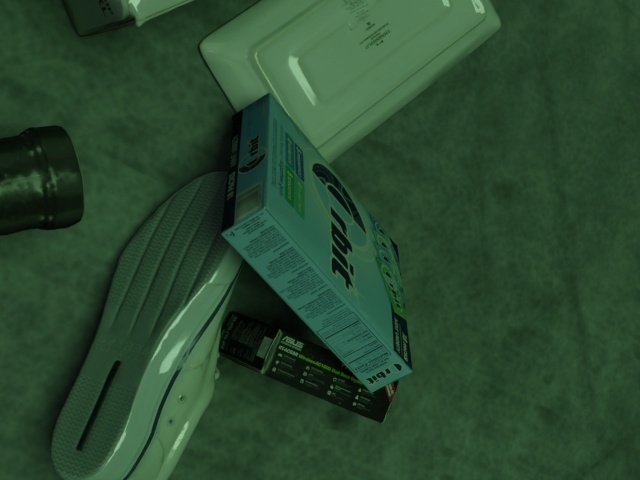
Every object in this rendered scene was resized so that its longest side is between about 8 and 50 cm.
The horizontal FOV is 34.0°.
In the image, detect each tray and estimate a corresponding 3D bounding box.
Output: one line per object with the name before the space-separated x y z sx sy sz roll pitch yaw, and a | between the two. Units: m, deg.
tray | 0.040 -0.173 0.876 0.270 0.030 0.145 -39 110 -21

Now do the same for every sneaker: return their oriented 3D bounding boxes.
sneaker | -0.113 0.072 0.788 0.258 0.094 0.091 -63 147 -15

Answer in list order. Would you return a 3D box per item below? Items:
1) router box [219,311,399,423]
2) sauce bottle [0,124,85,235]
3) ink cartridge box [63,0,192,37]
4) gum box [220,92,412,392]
router box | -0.011 0.100 0.832 0.122 0.092 0.038 27 81 -28
sauce bottle | -0.319 -0.010 0.640 0.344 0.111 0.111 -12 100 -26
ink cartridge box | -0.068 -0.306 0.748 0.307 0.129 0.223 -30 108 -24
gum box | 0.000 0.000 0.792 0.041 0.157 0.184 -29 122 19
